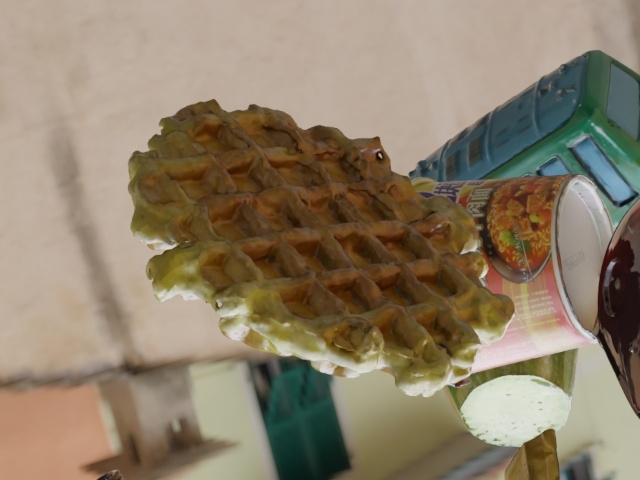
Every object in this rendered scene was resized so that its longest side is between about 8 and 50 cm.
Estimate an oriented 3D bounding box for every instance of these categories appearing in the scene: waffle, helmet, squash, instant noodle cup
[{"bbox_3d":[0.000,0.000,1.344,0.325,0.068,0.302,24,-149,-8],"label":"waffle"},{"bbox_3d":[0.287,0.039,1.159,0.189,0.193,0.216,2,166,-18],"label":"helmet"},{"bbox_3d":[0.204,0.144,1.863,0.170,0.170,0.123,-12,-139,9],"label":"squash"},{"bbox_3d":[0.186,0.029,1.661,0.174,0.213,0.213,-9,-167,30],"label":"instant noodle cup"}]

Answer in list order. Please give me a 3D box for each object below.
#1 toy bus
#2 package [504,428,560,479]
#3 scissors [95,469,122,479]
[{"bbox_3d":[0.251,-0.062,1.998,0.343,0.199,0.183,-34,-156,30],"label":"toy bus"},{"bbox_3d":[0.192,0.236,1.545,0.047,0.131,0.071,-5,-136,4],"label":"package"},{"bbox_3d":[-0.233,0.276,1.749,0.088,0.017,0.220,-32,-174,-10],"label":"scissors"}]
